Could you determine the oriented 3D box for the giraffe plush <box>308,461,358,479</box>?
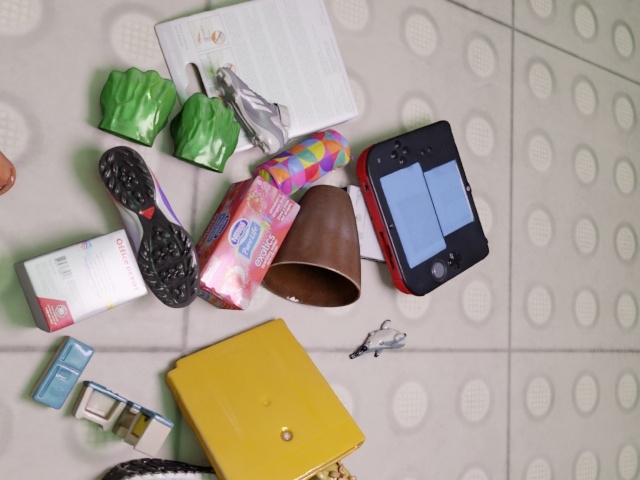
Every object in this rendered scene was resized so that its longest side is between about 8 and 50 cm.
[{"bbox_3d":[0.004,0.506,1.247,0.182,0.171,0.210,-5,89,-33],"label":"giraffe plush"}]

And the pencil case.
[{"bbox_3d":[-0.034,-0.169,1.365,0.236,0.104,0.104,-30,102,-31],"label":"pencil case"}]

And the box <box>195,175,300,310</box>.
[{"bbox_3d":[-0.169,0.006,1.243,0.123,0.128,0.256,37,68,-26],"label":"box"}]

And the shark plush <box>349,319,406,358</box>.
[{"bbox_3d":[0.149,0.263,1.478,0.161,0.073,0.067,-27,131,-37],"label":"shark plush"}]

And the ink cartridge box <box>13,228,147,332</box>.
[{"bbox_3d":[-0.425,0.069,1.069,0.176,0.127,0.128,-22,98,-33],"label":"ink cartridge box"}]

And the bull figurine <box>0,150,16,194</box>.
[{"bbox_3d":[-0.644,-0.183,0.965,0.188,0.101,0.310,-44,107,-24],"label":"bull figurine"}]

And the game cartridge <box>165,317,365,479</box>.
[{"bbox_3d":[-0.113,0.331,1.193,0.285,0.052,0.323,-19,56,-33],"label":"game cartridge"}]

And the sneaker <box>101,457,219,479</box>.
[{"bbox_3d":[-0.260,0.504,1.142,0.330,0.130,0.147,22,72,-30],"label":"sneaker"}]

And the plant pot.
[{"bbox_3d":[0.000,0.000,1.327,0.215,0.215,0.230,29,57,-28],"label":"plant pot"}]

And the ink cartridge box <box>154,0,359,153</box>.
[{"bbox_3d":[-0.136,-0.367,1.346,0.385,0.091,0.308,-20,98,-16],"label":"ink cartridge box"}]

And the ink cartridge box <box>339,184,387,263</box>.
[{"bbox_3d":[0.183,-0.021,1.516,0.333,0.065,0.165,14,78,-30],"label":"ink cartridge box"}]

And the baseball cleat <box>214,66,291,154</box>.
[{"bbox_3d":[-0.136,-0.285,1.275,0.109,0.072,0.205,-39,108,-28],"label":"baseball cleat"}]

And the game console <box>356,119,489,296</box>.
[{"bbox_3d":[0.268,-0.084,1.505,0.342,0.060,0.386,-24,99,-32],"label":"game console"}]

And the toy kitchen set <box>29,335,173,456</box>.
[{"bbox_3d":[-0.373,0.272,1.063,0.207,0.166,0.122,36,68,-26],"label":"toy kitchen set"}]

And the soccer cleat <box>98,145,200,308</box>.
[{"bbox_3d":[-0.312,-0.024,1.133,0.109,0.116,0.318,-26,92,-8],"label":"soccer cleat"}]

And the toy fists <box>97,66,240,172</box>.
[{"bbox_3d":[-0.294,-0.242,1.198,0.279,0.096,0.142,20,87,-23],"label":"toy fists"}]
